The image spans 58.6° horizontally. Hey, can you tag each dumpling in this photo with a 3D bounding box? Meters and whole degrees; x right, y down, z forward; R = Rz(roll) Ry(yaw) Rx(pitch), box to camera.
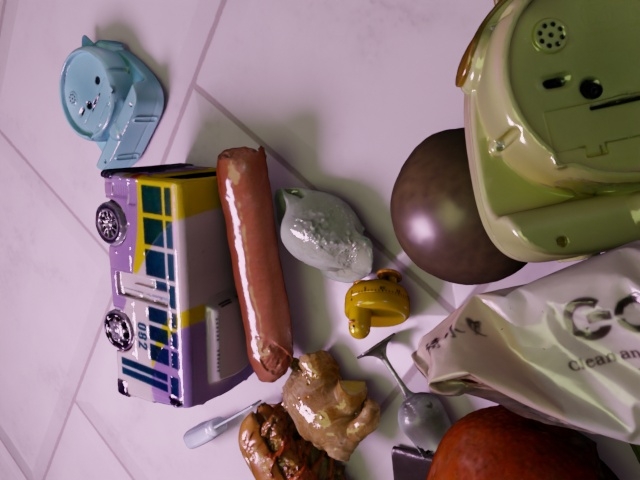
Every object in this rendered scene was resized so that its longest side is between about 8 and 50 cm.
[{"bbox_3d":[-0.007,-0.002,0.945,0.219,0.108,0.153,36,119,29],"label":"dumpling"}]

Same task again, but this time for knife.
[{"bbox_3d":[-0.187,0.364,1.163,0.331,0.080,0.044,-39,75,43],"label":"knife"}]

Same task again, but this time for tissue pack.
[{"bbox_3d":[0.329,0.111,0.555,0.375,0.390,0.195,-22,63,28],"label":"tissue pack"}]

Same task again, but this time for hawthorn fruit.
[{"bbox_3d":[0.265,0.377,0.732,0.294,0.295,0.312,12,81,33],"label":"hawthorn fruit"}]

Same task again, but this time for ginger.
[{"bbox_3d":[0.002,0.282,1.008,0.216,0.102,0.157,43,118,33],"label":"ginger"}]

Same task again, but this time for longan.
[{"bbox_3d":[0.186,-0.043,0.753,0.198,0.198,0.213,-29,84,36],"label":"longan"}]

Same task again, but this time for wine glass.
[{"bbox_3d":[0.142,0.251,0.917,0.079,0.079,0.196,-42,75,34],"label":"wine glass"}]

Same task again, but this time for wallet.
[{"bbox_3d":[0.192,0.394,0.953,0.156,0.018,0.082,2,102,34],"label":"wallet"}]

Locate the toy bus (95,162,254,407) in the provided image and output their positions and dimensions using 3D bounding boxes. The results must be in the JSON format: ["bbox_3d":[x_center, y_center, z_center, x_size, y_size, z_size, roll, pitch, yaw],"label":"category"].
[{"bbox_3d":[-0.253,0.085,1.079,0.249,0.209,0.441,9,104,32],"label":"toy bus"}]

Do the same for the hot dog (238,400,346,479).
[{"bbox_3d":[-0.021,0.452,1.038,0.117,0.158,0.349,-35,76,22],"label":"hot dog"}]

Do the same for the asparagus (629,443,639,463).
[{"bbox_3d":[0.453,0.314,0.716,0.085,0.082,0.343,137,111,-75],"label":"asparagus"}]

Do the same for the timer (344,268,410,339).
[{"bbox_3d":[0.088,0.111,0.899,0.107,0.107,0.109,-19,54,37],"label":"timer"}]

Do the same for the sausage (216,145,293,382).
[{"bbox_3d":[-0.108,0.049,0.987,0.094,0.094,0.420,-1,105,29],"label":"sausage"}]

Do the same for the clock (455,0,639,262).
[{"bbox_3d":[0.294,-0.162,0.610,0.285,0.117,0.349,-13,85,1],"label":"clock"}]

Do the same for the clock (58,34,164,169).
[{"bbox_3d":[-0.460,-0.303,1.204,0.274,0.094,0.224,47,121,16],"label":"clock"}]
